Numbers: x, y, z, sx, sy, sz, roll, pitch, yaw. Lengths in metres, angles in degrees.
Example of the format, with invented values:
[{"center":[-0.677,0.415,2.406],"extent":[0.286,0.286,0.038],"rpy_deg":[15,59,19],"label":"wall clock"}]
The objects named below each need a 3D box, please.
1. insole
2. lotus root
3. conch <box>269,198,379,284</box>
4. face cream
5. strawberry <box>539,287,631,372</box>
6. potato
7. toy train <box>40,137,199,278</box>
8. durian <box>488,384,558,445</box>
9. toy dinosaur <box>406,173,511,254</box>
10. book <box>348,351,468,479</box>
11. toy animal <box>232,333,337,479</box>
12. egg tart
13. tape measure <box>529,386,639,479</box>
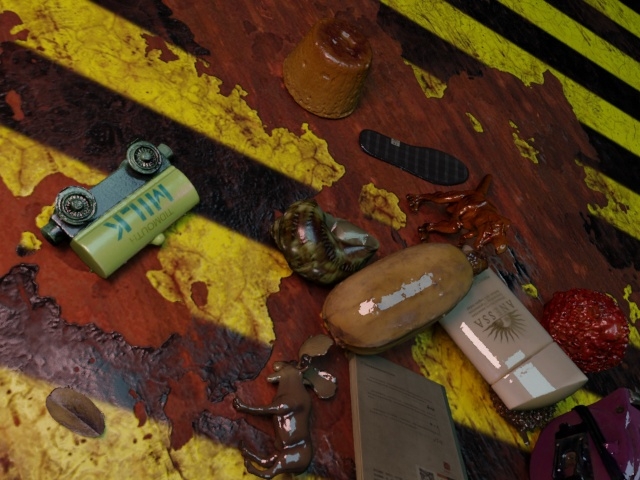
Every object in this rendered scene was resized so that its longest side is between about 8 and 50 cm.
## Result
[{"center":[0.231,-0.201,1.202],"extent":[0.310,0.012,0.110],"rpy_deg":[17,61,-17],"label":"insole"},{"center":[0.160,0.088,0.896],"extent":[0.343,0.169,0.151],"rpy_deg":[-27,70,-18],"label":"lotus root"},{"center":[-0.002,0.002,0.934],"extent":[0.181,0.124,0.187],"rpy_deg":[45,27,14],"label":"conch"},{"center":[0.339,0.171,0.973],"extent":[0.174,0.081,0.348],"rpy_deg":[-24,61,-22],"label":"face cream"},{"center":[0.582,0.190,1.071],"extent":[0.184,0.201,0.186],"rpy_deg":[23,76,7],"label":"strawberry"},{"center":[-0.350,0.243,0.704],"extent":[0.093,0.036,0.037],"rpy_deg":[48,17,-18],"label":"potato"},{"center":[-0.318,-0.053,0.826],"extent":[0.157,0.105,0.253],"rpy_deg":[50,57,-12],"label":"toy train"},{"center":[0.422,0.312,0.993],"extent":[0.148,0.091,0.188],"rpy_deg":[23,60,-13],"label":"durian"},{"center":[0.302,-0.076,1.102],"extent":[0.432,0.208,0.097],"rpy_deg":[-72,150,-61],"label":"toy dinosaur"},{"center":[0.145,0.314,0.819],"extent":[0.215,0.025,0.282],"rpy_deg":[27,27,-12],"label":"book"},{"center":[-0.047,0.265,0.806],"extent":[0.186,0.093,0.214],"rpy_deg":[-4,67,-16],"label":"toy animal"},{"center":[0.028,-0.397,1.122],"extent":[0.203,0.147,0.202],"rpy_deg":[12,60,-22],"label":"egg tart"},{"center":[0.501,0.406,0.904],"extent":[0.149,0.231,0.245],"rpy_deg":[36,39,-11],"label":"tape measure"}]
